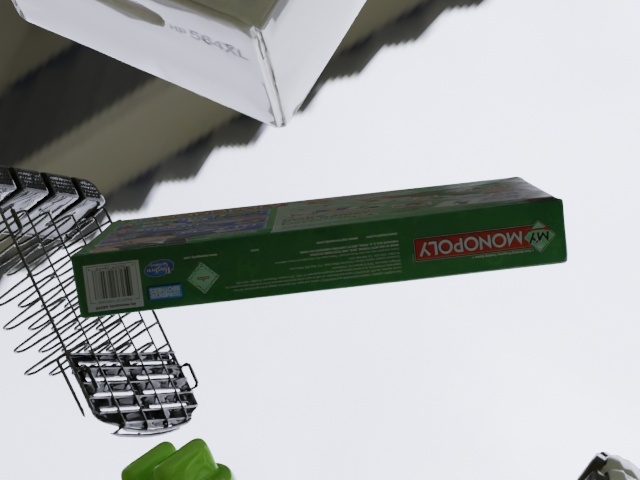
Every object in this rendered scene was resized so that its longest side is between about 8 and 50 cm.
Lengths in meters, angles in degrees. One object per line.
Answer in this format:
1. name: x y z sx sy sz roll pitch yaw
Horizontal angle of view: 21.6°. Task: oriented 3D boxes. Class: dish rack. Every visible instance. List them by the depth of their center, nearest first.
1. dish rack: -0.214 0.057 1.467 0.074 0.208 0.271 -33 -105 20

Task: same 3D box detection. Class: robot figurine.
1. robot figurine: -0.066 0.167 0.912 0.101 0.067 0.115 -10 -75 37

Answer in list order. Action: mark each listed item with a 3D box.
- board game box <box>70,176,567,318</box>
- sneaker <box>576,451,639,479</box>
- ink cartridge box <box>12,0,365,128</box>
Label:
1. board game box: 0.000 0.000 1.180 0.317 0.213 0.046 -6 -85 1
2. sneaker: 0.126 0.193 0.444 0.129 0.147 0.330 -61 -155 30
3. ink cartridge box: -0.035 -0.171 0.751 0.148 0.086 0.203 24 -111 18
